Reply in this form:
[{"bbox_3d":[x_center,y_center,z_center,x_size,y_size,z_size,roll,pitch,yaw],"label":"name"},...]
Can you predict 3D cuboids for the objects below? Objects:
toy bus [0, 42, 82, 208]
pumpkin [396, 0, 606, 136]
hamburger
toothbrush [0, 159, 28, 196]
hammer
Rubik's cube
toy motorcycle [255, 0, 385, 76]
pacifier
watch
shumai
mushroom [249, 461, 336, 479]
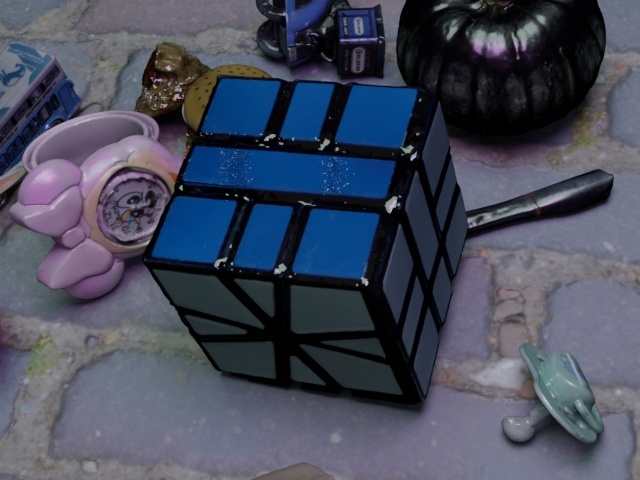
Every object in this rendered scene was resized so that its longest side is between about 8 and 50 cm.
[{"bbox_3d":[-0.479,-0.146,1.667,0.106,0.131,0.297,20,60,21],"label":"toy bus"},{"bbox_3d":[0.244,-0.296,1.578,0.295,0.296,0.296,-4,53,6],"label":"pumpkin"},{"bbox_3d":[-0.117,-0.174,1.629,0.175,0.137,0.175,-4,50,4],"label":"hamburger"},{"bbox_3d":[-0.452,-0.075,1.612,0.037,0.028,0.375,-18,19,43],"label":"toothbrush"},{"bbox_3d":[0.250,-0.043,1.536,0.289,0.037,0.137,-17,55,-3],"label":"hammer"},{"bbox_3d":[0.000,0.000,1.367,0.288,0.293,0.284,6,61,18],"label":"Rubik's cube"},{"bbox_3d":[0.003,-0.406,1.798,0.212,0.125,0.359,-2,55,-3],"label":"toy motorcycle"},{"bbox_3d":[0.264,0.193,1.337,0.116,0.126,0.150,-46,33,19],"label":"pacifier"},{"bbox_3d":[-0.313,-0.065,1.570,0.248,0.211,0.217,-27,36,-21],"label":"watch"},{"bbox_3d":[-0.225,-0.239,1.706,0.123,0.105,0.139,-10,6,40],"label":"shumai"},{"bbox_3d":[-0.115,0.359,1.242,0.407,0.137,0.154,-22,66,-15],"label":"mushroom"}]
